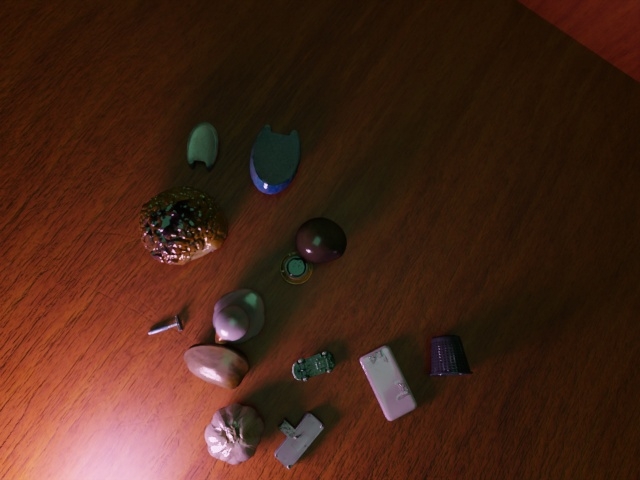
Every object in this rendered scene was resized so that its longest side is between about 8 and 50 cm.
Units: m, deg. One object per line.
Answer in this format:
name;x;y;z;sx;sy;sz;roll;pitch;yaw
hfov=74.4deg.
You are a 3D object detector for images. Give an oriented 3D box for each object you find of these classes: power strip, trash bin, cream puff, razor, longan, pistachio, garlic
power strip;-0.104;0.776;1.681;0.145;0.061;0.216;42;78;1
trash bin;0.531;0.477;1.751;0.175;0.175;0.161;-1;71;-6
cream puff;-0.551;-0.060;1.689;0.342;0.231;0.328;12;76;-4
razor;-0.632;0.354;1.711;0.134;0.040;0.068;-19;83;-4
longan;0.000;0.000;1.756;0.220;0.196;0.197;-4;81;-23
pistachio;-0.405;0.473;1.641;0.260;0.163;0.213;20;119;-2
garlic;-0.330;0.740;1.619;0.227;0.152;0.228;1;84;-11

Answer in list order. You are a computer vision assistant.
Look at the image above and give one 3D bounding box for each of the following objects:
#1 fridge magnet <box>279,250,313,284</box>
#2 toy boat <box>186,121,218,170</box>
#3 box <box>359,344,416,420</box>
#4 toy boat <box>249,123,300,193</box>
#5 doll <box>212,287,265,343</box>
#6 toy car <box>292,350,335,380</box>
fridge magnet;-0.102;0.115;1.789;0.142;0.063;0.143;0;80;-2
toy boat;-0.509;-0.410;1.839;0.134;0.079;0.208;6;91;3
box;0.282;0.593;1.762;0.142;0.044;0.285;-24;84;-7
toy boat;-0.202;-0.348;1.848;0.215;0.123;0.330;9;69;-12
doll;-0.326;0.299;1.657;0.221;0.221;0.251;38;68;1
toy car;-0.030;0.513;1.734;0.186;0.058;0.094;-13;82;-20
